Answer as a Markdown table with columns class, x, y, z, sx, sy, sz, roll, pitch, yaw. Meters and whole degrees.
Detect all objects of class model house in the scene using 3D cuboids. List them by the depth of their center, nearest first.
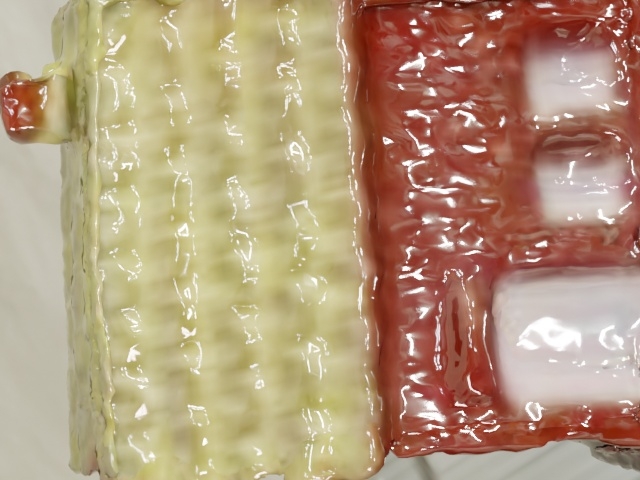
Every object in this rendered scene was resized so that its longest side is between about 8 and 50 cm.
| class | x | y | z | sx | sy | sz | roll | pitch | yaw |
| --- | --- | --- | --- | --- | --- | --- | --- | --- | --- |
| model house | 0.000 | 0.000 | 0.685 | 0.160 | 0.254 | 0.196 | 170 | -81 | -73 |
